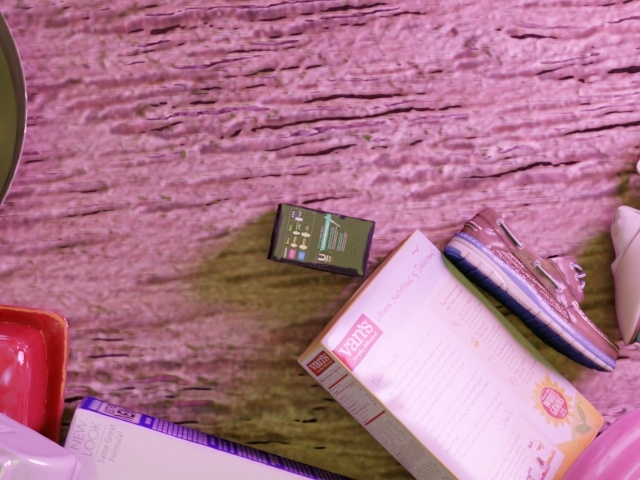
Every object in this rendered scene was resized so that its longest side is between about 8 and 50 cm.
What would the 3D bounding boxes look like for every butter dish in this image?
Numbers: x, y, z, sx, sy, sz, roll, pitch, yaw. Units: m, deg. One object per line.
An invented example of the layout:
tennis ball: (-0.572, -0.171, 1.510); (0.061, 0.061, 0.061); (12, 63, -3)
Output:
butter dish: (-0.296, 0.131, 1.268); (0.160, 0.118, 0.159); (5, 88, -4)

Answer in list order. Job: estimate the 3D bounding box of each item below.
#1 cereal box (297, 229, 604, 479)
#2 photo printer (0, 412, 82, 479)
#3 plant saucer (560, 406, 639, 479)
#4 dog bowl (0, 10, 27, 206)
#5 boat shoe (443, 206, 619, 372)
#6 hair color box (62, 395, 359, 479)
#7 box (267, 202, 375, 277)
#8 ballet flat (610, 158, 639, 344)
cereal box: (0.115, 0.127, 1.295); (0.240, 0.047, 0.173); (45, 48, -1)
photo printer: (-0.332, 0.257, 1.147); (0.256, 0.107, 0.307); (23, 96, 31)
plant saucer: (0.321, 0.294, 1.272); (0.332, 0.084, 0.332); (-5, 100, -28)
dog bowl: (-0.413, -0.095, 1.250); (0.349, 0.102, 0.348); (1, 79, -6)
boat shoe: (0.198, 0.042, 1.339); (0.183, 0.066, 0.066); (40, 79, -6)
hair color box: (-0.069, 0.271, 1.291); (0.339, 0.110, 0.185); (17, 88, -3)
box: (0.000, 0.000, 1.324); (0.083, 0.062, 0.052); (11, 89, -4)
ballet flat: (0.305, -0.029, 1.352); (0.086, 0.086, 0.248); (31, 85, -4)
